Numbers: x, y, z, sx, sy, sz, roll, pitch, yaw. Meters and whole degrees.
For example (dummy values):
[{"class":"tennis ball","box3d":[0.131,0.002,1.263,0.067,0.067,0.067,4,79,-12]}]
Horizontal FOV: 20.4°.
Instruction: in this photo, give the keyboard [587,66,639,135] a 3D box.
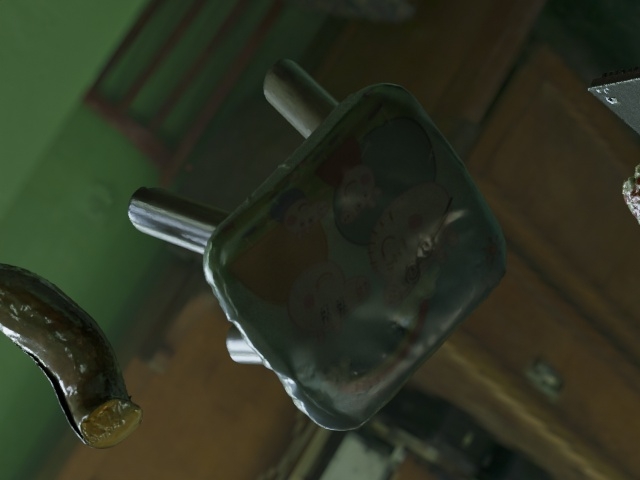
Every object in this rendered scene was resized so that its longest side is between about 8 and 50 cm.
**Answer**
[{"class":"keyboard","box3d":[0.383,-0.154,1.843,0.106,0.027,0.317,40,168,-15]}]

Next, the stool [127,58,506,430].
[{"class":"stool","box3d":[0.000,0.000,1.950,0.226,0.310,0.310,25,155,55]}]

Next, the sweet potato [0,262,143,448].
[{"class":"sweet potato","box3d":[-0.301,0.104,1.941,0.286,0.112,0.085,47,127,-3]}]

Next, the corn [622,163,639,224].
[{"class":"corn","box3d":[0.349,0.018,1.509,0.237,0.079,0.079,49,174,26]}]
